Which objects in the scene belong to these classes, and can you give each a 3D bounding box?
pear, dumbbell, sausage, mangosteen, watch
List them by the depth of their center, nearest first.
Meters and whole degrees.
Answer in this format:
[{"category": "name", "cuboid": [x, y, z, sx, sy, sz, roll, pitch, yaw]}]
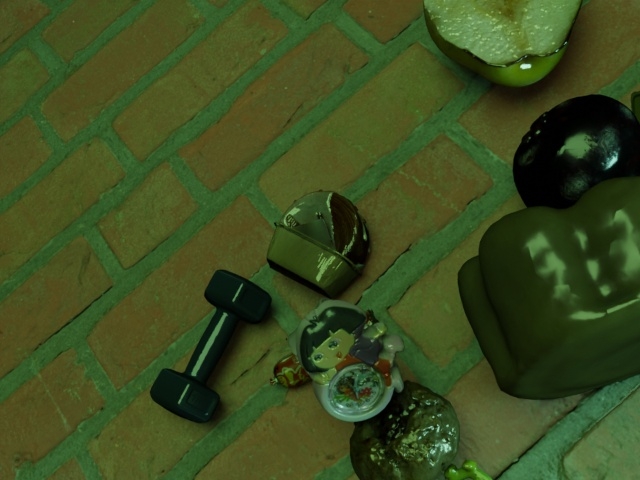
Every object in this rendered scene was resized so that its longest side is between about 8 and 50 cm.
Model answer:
[{"category": "watch", "cuboid": [0.044, 0.192, 1.641, 0.196, 0.244, 0.231, -46, 19, 12]}, {"category": "mangosteen", "cuboid": [0.523, -0.141, 1.700, 0.233, 0.287, 0.287, 13, 70, 56]}, {"category": "sausage", "cuboid": [0.007, 0.236, 1.814, 0.264, 0.083, 0.083, -30, 59, 9]}, {"category": "dumbbell", "cuboid": [-0.234, 0.227, 1.872, 0.160, 0.144, 0.325, 20, 76, 26]}, {"category": "pear", "cuboid": [0.403, -0.496, 1.925, 0.340, 0.191, 0.386, -12, 66, 6]}]

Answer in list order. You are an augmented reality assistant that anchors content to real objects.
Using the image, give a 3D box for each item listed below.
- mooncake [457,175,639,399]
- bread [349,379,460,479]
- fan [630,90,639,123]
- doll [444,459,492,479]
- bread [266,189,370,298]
[{"category": "mooncake", "cuboid": [0.476, 0.084, 1.477, 0.467, 0.467, 0.262, -21, 63, 12]}, {"category": "bread", "cuboid": [0.150, 0.365, 1.623, 0.230, 0.123, 0.230, -35, 22, 17]}, {"category": "fan", "cuboid": [0.679, -0.163, 1.653, 0.011, 0.229, 0.335, -10, 55, -18]}, {"category": "doll", "cuboid": [0.236, 0.586, 1.559, 0.341, 0.099, 0.346, 38, 91, 19]}, {"category": "bread", "cuboid": [0.000, 0.000, 1.885, 0.224, 0.142, 0.212, 27, 82, 30]}]
